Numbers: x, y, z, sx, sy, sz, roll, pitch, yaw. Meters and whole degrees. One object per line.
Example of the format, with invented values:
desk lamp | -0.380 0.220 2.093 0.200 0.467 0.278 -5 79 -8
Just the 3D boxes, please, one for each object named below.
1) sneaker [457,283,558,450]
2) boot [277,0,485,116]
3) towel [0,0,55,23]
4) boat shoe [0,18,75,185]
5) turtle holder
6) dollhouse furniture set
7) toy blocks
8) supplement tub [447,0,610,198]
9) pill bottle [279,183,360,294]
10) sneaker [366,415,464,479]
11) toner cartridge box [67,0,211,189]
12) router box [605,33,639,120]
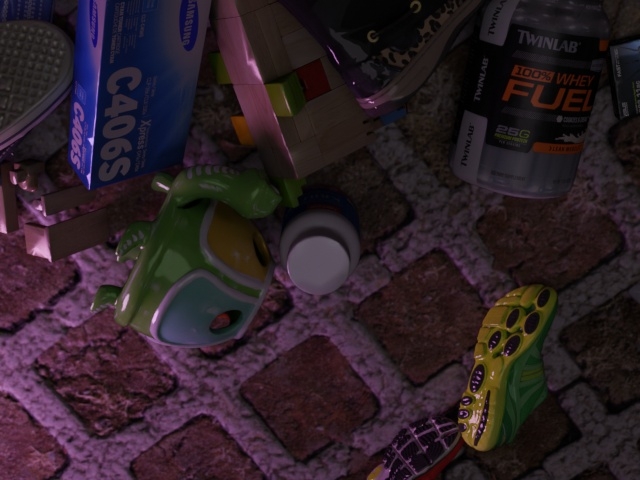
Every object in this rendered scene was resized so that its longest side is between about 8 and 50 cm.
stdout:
sneaker | 0.321 0.208 1.708 0.123 0.109 0.295 12 102 -43
boot | 0.083 -0.390 1.380 0.284 0.138 0.377 41 72 -23
towel | -0.563 -0.398 1.527 0.336 0.040 0.243 12 109 -4
boat shoe | -0.551 -0.160 1.536 0.500 0.156 0.186 -33 77 16
turtle holder | -0.182 0.015 1.563 0.227 0.243 0.320 26 98 -8
dollhouse furniture set | -0.441 -0.063 1.646 0.151 0.123 0.144 12 113 33
toy blocks | 0.001 -0.273 1.480 0.261 0.191 0.381 -29 111 -25
supplement tub | 0.306 -0.234 1.496 0.194 0.193 0.316 8 109 -2
pill bottle | 0.000 0.000 1.562 0.124 0.221 0.124 0 109 0
sneaker | 0.161 0.418 1.786 0.118 0.107 0.279 30 111 -29
toner cartridge box | -0.259 -0.234 1.444 0.165 0.075 0.348 -22 148 -32
router box | 0.490 -0.254 1.569 0.092 0.038 0.122 -13 108 6
